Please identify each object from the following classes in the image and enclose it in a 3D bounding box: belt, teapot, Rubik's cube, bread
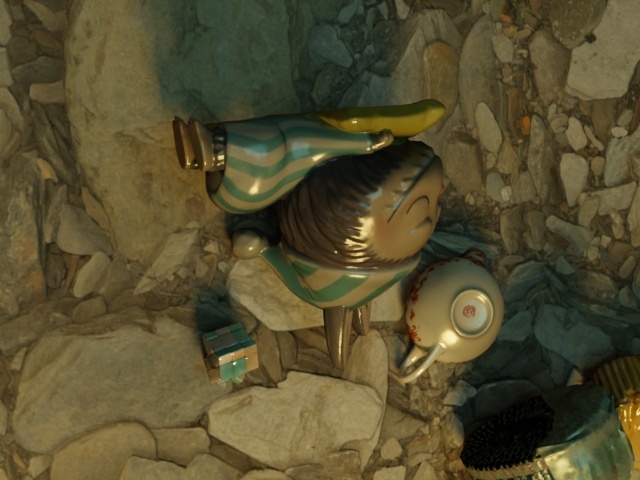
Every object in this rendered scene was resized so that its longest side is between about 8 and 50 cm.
[{"bbox_3d":[0.350,0.327,1.913,0.150,0.257,0.207,58,36,-12],"label":"belt"},{"bbox_3d":[0.199,0.117,1.926,0.245,0.116,0.159,-46,119,-10],"label":"teapot"},{"bbox_3d":[-0.128,0.165,1.793,0.075,0.084,0.073,-10,123,-7],"label":"Rubik's cube"},{"bbox_3d":[0.558,0.278,2.041,0.250,0.133,0.179,7,120,-8],"label":"bread"}]

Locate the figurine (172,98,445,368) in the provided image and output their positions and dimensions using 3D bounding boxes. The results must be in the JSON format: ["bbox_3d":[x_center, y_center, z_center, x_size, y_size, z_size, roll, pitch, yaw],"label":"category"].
[{"bbox_3d":[0.000,0.000,1.746,0.361,0.266,0.377,-6,94,-18],"label":"figurine"}]
